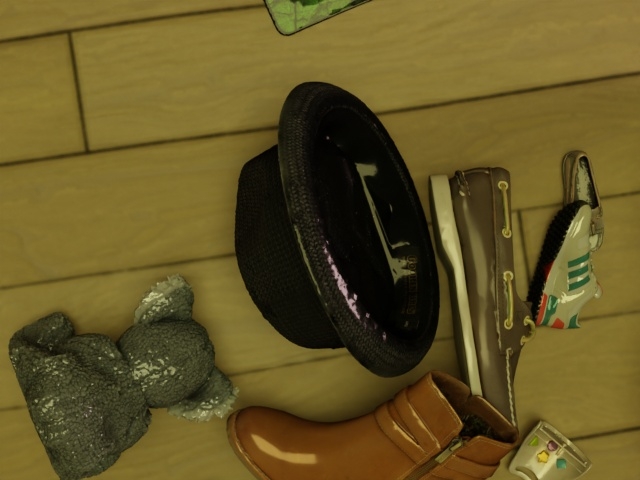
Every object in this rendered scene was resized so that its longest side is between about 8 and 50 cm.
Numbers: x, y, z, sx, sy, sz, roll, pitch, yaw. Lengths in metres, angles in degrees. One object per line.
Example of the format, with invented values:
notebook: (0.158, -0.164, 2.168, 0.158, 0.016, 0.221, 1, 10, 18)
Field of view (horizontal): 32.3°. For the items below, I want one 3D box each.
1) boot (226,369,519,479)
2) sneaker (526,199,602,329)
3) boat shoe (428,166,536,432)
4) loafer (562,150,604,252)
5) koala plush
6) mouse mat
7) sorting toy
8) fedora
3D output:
boot: (0.058, 0.219, 1.230, 0.283, 0.109, 0.220, 33, 127, -7)
sneaker: (0.302, 0.032, 1.311, 0.075, 0.057, 0.161, 14, 103, -10)
boat shoe: (0.198, 0.076, 1.284, 0.097, 0.116, 0.324, -10, 87, 0)
loafer: (0.314, -0.046, 1.320, 0.045, 0.039, 0.125, -10, 92, -2)
koala plush: (-0.214, 0.155, 1.238, 0.221, 0.203, 0.196, -22, 93, -14)
mouse mat: (0.009, -0.345, 1.311, 0.190, 0.007, 0.152, -24, 93, -3)
sorting toy: (0.268, 0.264, 1.330, 0.083, 0.045, 0.075, 40, 97, -4)
fedora: (0.000, 0.000, 1.225, 0.153, 0.334, 0.334, -20, 93, 28)
